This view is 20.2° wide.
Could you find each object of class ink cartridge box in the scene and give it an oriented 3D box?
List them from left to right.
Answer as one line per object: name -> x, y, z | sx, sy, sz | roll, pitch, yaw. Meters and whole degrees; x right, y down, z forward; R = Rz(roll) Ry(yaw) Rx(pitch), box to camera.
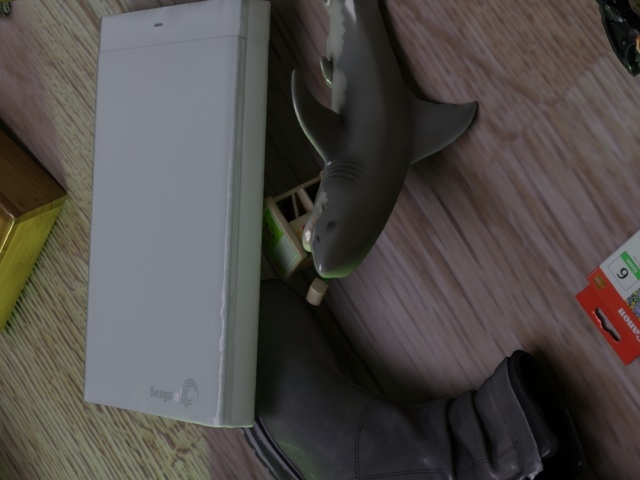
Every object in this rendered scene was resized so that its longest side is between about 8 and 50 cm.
ink cartridge box -> 0.209, 0.035, 1.170 | 0.063, 0.029, 0.115 | 55, 135, 12

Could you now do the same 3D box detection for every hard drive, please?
hard drive -> -0.112, -0.022, 1.368 | 0.203, 0.040, 0.307 | 2, 90, 54

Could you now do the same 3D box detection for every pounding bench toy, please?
pounding bench toy -> 0.000, 0.000, 1.331 | 0.083, 0.065, 0.052 | 58, 154, 12

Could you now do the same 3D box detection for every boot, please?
boot -> 0.073, 0.134, 1.301 | 0.223, 0.118, 0.338 | -38, 68, 29

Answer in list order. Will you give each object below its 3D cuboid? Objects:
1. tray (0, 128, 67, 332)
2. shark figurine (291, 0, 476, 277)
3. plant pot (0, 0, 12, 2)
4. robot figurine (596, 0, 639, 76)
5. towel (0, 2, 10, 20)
tray -> -0.428, -0.096, 1.669 | 0.411, 0.076, 0.203 | 43, 128, 14
shark figurine -> 0.047, -0.113, 1.243 | 0.116, 0.166, 0.278 | -3, 87, 19
plant pot -> -0.217, -0.297, 1.371 | 0.237, 0.110, 0.237 | 1, 91, 41
robot figurine -> 0.205, -0.202, 1.034 | 0.211, 0.085, 0.291 | -34, 82, 47
towel -> -0.331, -0.255, 1.589 | 0.152, 0.023, 0.113 | 14, 114, 43
